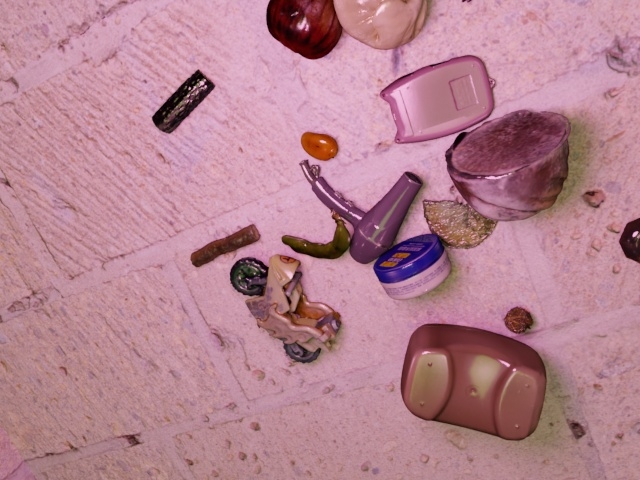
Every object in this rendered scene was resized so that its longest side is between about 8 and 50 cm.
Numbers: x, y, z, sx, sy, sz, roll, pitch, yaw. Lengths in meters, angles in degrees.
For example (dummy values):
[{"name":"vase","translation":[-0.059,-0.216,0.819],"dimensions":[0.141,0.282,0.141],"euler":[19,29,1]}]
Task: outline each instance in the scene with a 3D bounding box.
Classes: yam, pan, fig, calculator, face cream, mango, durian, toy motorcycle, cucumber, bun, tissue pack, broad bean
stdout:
[{"name":"yam","translation":[-0.309,0.018,1.707],"dimensions":[0.252,0.061,0.061],"euler":[-23,102,21]},{"name":"pan","translation":[0.886,0.034,1.414],"dimensions":[0.128,0.048,0.202],"euler":[-27,101,20]},{"name":"fig","translation":[-0.021,-0.600,1.351],"dimensions":[0.203,0.186,0.249],"euler":[36,107,20]},{"name":"calculator","translation":[0.316,-0.371,1.417],"dimensions":[0.294,0.043,0.194],"euler":[-16,104,17]},{"name":"face cream","translation":[0.261,0.077,1.502],"dimensions":[0.206,0.206,0.111],"euler":[-25,103,21]},{"name":"mango","translation":[-0.005,-0.272,1.524],"dimensions":[0.114,0.060,0.080],"euler":[27,127,2]},{"name":"durian","translation":[0.579,0.237,1.551],"dimensions":[0.091,0.080,0.080],"euler":[37,114,-14]},{"name":"toy motorcycle","translation":[-0.098,0.203,1.666],"dimensions":[0.237,0.169,0.410],"euler":[-27,106,27]},{"name":"cucumber","translation":[-0.409,-0.410,1.574],"dimensions":[0.211,0.062,0.078],"euler":[-39,96,23]},{"name":"bun","translation":[0.155,-0.589,1.271],"dimensions":[0.259,0.160,0.259],"euler":[-6,108,-18]},{"name":"tissue pack","translation":[0.434,0.390,1.544],"dimensions":[0.387,0.277,0.267],"euler":[9,104,9]},{"name":"broad bean","translation":[0.000,0.000,1.577],"dimensions":[0.144,0.049,0.292],"euler":[50,143,-12]}]

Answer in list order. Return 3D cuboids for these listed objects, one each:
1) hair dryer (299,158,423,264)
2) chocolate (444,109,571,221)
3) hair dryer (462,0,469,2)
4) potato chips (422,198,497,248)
[{"name":"hair dryer","translation":[0.087,-0.132,1.528],"dimensions":[0.361,0.121,0.301],"euler":[36,121,8]},{"name":"chocolate","translation":[0.486,-0.164,1.341],"dimensions":[0.303,0.303,0.213],"euler":[-17,121,19]},{"name":"hair dryer","translation":[0.321,-0.699,1.281],"dimensions":[0.197,0.089,0.251],"euler":[-19,110,19]},{"name":"potato chips","translation":[0.408,-0.078,1.511],"dimensions":[0.220,0.029,0.202],"euler":[-37,98,25]}]
